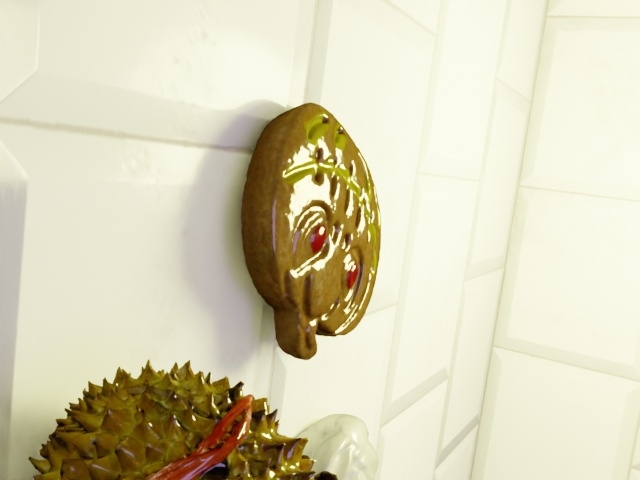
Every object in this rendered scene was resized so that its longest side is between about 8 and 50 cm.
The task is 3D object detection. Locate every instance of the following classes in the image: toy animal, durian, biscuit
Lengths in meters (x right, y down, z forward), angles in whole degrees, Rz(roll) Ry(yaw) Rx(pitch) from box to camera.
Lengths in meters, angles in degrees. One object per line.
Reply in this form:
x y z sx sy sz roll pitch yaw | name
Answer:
0.003 0.454 1.086 0.258 0.194 0.357 30 54 -36 | toy animal
-0.120 0.295 0.592 0.348 0.348 0.384 25 43 -62 | durian
0.008 0.001 0.973 0.394 0.070 0.350 35 61 -61 | biscuit

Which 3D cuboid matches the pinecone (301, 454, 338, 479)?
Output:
-0.060 0.387 0.908 0.208 0.208 0.207 -31 126 -55 | pinecone
